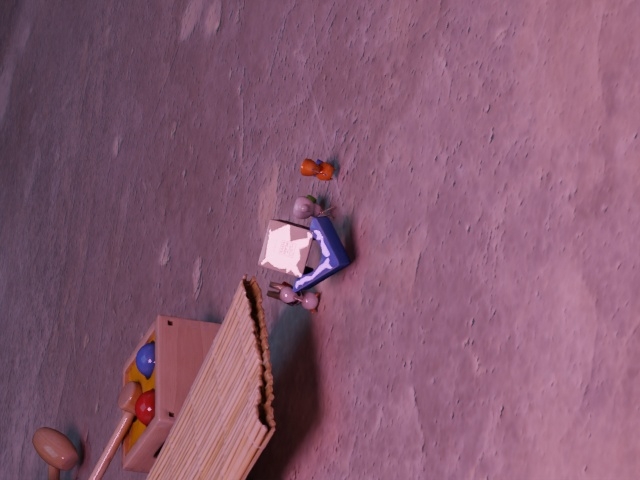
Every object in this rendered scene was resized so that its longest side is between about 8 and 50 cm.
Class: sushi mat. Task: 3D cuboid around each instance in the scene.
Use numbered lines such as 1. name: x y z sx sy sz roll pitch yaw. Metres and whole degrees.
1. sushi mat: -0.100 0.182 1.507 0.316 0.019 0.151 118 154 -44

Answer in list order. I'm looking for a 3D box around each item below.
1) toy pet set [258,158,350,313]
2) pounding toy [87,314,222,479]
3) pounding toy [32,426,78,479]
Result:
1. toy pet set: 0.000 0.000 1.456 0.114 0.065 0.122 -5 -70 -76
2. pounding toy: -0.154 0.160 1.678 0.141 0.100 0.130 128 145 -50
3. pounding toy: -0.320 0.355 2.019 0.154 0.155 0.269 21 82 44
